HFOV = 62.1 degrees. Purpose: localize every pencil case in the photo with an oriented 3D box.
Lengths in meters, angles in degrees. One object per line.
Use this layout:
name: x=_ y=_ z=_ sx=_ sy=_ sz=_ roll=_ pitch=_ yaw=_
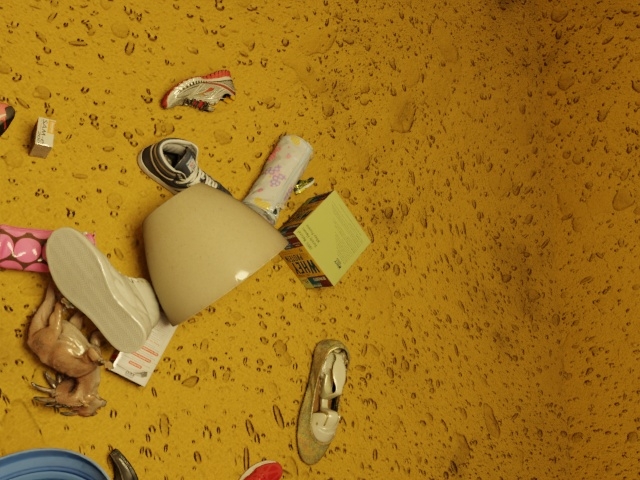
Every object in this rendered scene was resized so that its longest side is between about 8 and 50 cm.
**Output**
pencil case: x=-0.593 y=0.017 z=1.138 sx=0.209 sy=0.095 sz=0.098 roll=5 pitch=114 yaw=-37
pencil case: x=-0.119 y=-0.170 z=1.497 sx=0.113 sy=0.124 sz=0.273 roll=39 pitch=61 yaw=-24

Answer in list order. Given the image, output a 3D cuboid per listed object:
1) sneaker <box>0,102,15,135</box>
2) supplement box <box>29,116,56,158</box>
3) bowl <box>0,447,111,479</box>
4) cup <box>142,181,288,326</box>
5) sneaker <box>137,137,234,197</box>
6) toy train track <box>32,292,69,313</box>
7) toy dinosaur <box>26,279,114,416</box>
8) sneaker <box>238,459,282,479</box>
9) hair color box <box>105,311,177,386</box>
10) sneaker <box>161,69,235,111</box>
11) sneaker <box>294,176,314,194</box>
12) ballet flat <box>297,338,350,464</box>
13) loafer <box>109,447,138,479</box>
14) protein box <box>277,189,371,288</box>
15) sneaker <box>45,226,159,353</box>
sneaker: x=-0.765 y=-0.223 z=1.037 sx=0.314 sy=0.116 sz=0.136 roll=-39 pitch=104 yaw=-34
supplement box: x=-0.609 y=-0.223 z=1.161 sx=0.036 sy=0.098 sz=0.062 roll=9 pitch=76 yaw=-35
bowl: x=-0.544 y=0.552 z=0.922 sx=0.391 sy=0.391 sz=0.077 roll=-31 pitch=134 yaw=-36
cup: x=-0.277 y=0.008 z=1.243 sx=0.331 sy=0.331 sz=0.237 roll=-39 pitch=96 yaw=-34
sneaker: x=-0.310 y=-0.154 z=1.334 sx=0.282 sy=0.153 sz=0.099 roll=34 pitch=64 yaw=-27
toy train track: x=-0.586 y=0.143 z=1.167 sx=0.083 sy=0.014 sz=0.048 roll=-18 pitch=92 yaw=-36
toy dinosaur: x=-0.543 y=0.236 z=1.116 sx=0.200 sy=0.127 sz=0.296 roll=-36 pitch=90 yaw=6
sneaker: x=-0.165 y=0.629 z=1.318 sx=0.221 sy=0.128 sz=0.087 roll=-20 pitch=95 yaw=-35
hair color box: x=-0.417 y=0.246 z=1.248 sx=0.093 sy=0.053 sz=0.167 roll=37 pitch=61 yaw=-25
sneaker: x=-0.315 y=-0.386 z=1.413 sx=0.225 sy=0.088 sz=0.093 roll=-29 pitch=100 yaw=-36
sneaker: x=-0.051 y=-0.173 z=1.604 sx=0.083 sy=0.031 sz=0.035 roll=-43 pitch=107 yaw=-33
ballet flat: x=0.015 y=0.450 z=1.491 sx=0.123 sy=0.123 sz=0.349 roll=21 pitch=70 yaw=-32
loafer: x=-0.435 y=0.546 z=1.179 sx=0.061 sy=0.062 sz=0.170 roll=-26 pitch=96 yaw=-32
protein box: x=0.000 y=0.000 z=1.546 sx=0.200 sy=0.136 sz=0.201 roll=54 pitch=56 yaw=-17
sneaker: x=-0.460 y=0.094 z=1.149 sx=0.108 sy=0.169 sz=0.293 roll=-30 pitch=100 yaw=4
